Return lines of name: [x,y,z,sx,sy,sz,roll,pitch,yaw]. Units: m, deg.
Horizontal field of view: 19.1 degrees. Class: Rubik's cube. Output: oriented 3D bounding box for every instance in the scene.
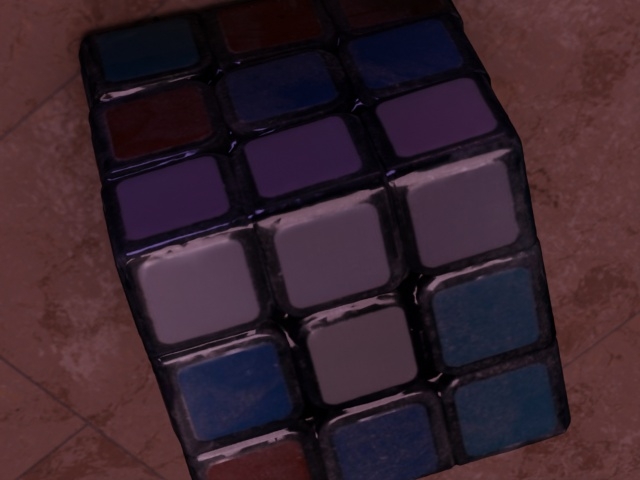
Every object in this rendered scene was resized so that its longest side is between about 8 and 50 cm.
Rubik's cube: [0.000,0.000,1.711,0.362,0.359,0.363,-13,129,-4]
